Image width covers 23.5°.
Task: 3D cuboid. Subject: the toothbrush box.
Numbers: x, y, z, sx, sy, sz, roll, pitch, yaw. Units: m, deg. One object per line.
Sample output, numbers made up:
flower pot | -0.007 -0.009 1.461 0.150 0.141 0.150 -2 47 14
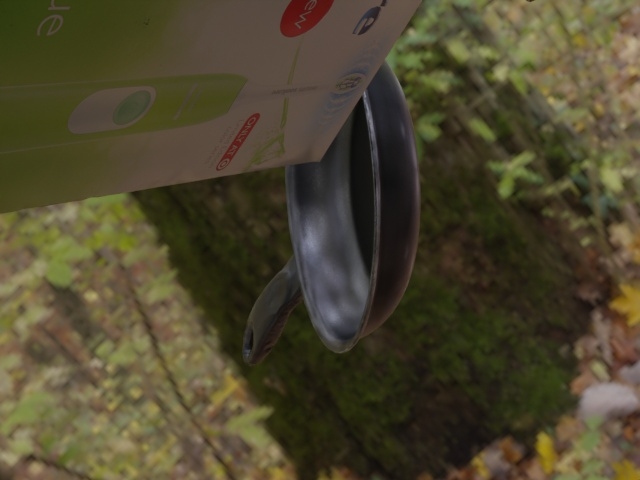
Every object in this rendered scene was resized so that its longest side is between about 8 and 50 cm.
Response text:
toothbrush box | -0.071 -0.129 0.592 0.283 0.122 0.206 -14 -36 -53

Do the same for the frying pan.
frying pan | 0.007 0.017 0.947 0.053 0.326 0.197 -4 40 -14
